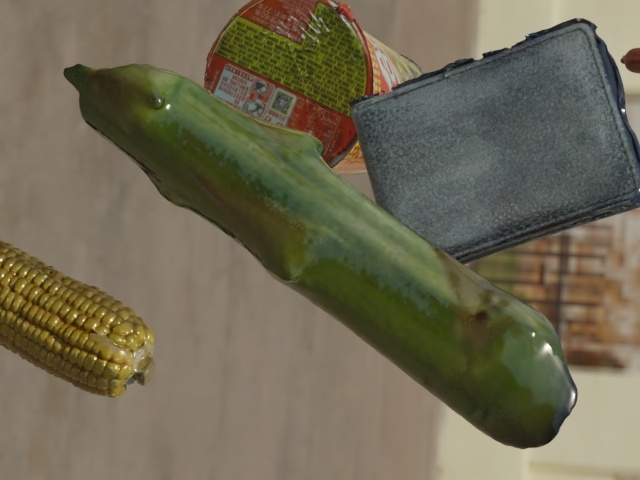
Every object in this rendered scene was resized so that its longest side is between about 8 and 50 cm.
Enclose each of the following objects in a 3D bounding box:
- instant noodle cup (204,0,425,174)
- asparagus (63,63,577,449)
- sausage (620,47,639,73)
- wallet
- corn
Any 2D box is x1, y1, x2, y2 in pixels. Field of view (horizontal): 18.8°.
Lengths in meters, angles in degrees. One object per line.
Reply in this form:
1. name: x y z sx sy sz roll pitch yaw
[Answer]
1. instant noodle cup: 0.015 -0.143 1.936 0.212 0.193 0.193 6 87 -63
2. asparagus: 0.001 -0.001 1.107 0.082 0.343 0.085 -59 173 33
3. sausage: 0.402 -0.180 1.980 0.029 0.223 0.029 -10 103 -48
4. wallet: 0.145 -0.071 1.563 0.036 0.222 0.167 39 33 -68
5. corn: -0.199 0.045 1.329 0.068 0.207 0.068 -50 157 -31
